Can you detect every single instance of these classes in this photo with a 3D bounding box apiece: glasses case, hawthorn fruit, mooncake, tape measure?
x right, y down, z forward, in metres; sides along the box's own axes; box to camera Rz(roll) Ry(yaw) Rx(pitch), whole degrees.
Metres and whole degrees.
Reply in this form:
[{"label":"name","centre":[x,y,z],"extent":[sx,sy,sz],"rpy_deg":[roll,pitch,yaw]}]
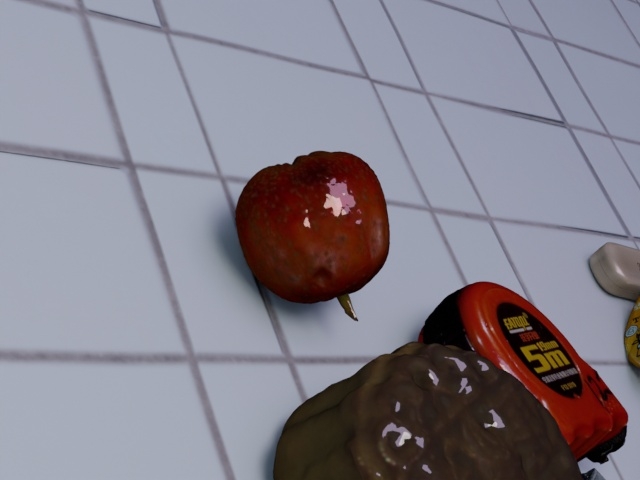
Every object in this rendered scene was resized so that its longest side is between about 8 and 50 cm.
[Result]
[{"label":"glasses case","centre":[0.510,0.056,1.870],"extent":[0.196,0.050,0.083],"rpy_deg":[12,49,-38]},{"label":"hawthorn fruit","centre":[0.000,0.000,1.326],"extent":[0.179,0.179,0.200],"rpy_deg":[-25,90,-53]},{"label":"mooncake","centre":[0.117,0.259,1.164],"extent":[0.324,0.187,0.324],"rpy_deg":[26,42,-26]},{"label":"tape measure","centre":[0.236,0.170,1.414],"extent":[0.260,0.114,0.253],"rpy_deg":[54,25,21]}]

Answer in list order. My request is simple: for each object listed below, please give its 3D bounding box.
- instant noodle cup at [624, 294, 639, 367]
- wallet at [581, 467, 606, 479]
[{"label":"instant noodle cup","centre":[0.586,0.146,1.732],"extent":[0.172,0.216,0.215],"rpy_deg":[39,35,-20]},{"label":"wallet","centre":[0.350,0.388,1.393],"extent":[0.167,0.036,0.222],"rpy_deg":[46,35,2]}]
